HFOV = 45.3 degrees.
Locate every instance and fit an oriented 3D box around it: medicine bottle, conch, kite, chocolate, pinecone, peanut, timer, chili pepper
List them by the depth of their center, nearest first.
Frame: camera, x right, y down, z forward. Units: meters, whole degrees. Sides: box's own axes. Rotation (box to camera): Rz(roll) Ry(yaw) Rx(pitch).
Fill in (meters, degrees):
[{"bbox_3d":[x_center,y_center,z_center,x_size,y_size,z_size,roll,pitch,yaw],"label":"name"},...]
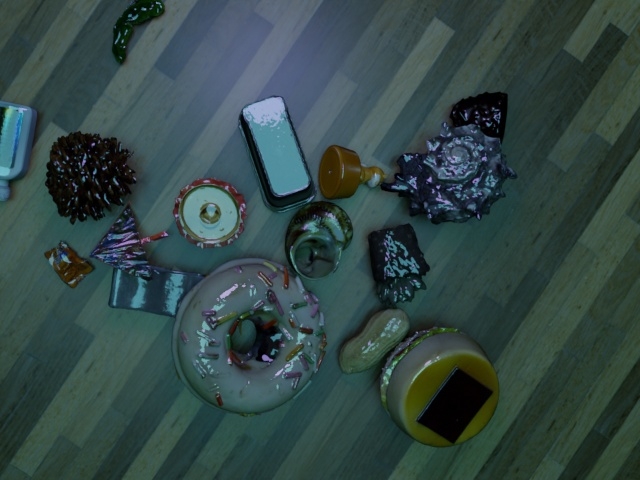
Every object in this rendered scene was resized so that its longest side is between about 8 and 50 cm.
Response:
[{"bbox_3d":[-0.526,-0.146,1.763,0.221,0.221,0.222,0,93,-5],"label":"pinecone"},{"bbox_3d":[-0.747,-0.209,1.801,0.121,0.083,0.229,10,91,-4],"label":"medicine bottle"},{"bbox_3d":[-0.451,0.005,1.802,0.189,0.009,0.232,-16,62,-21],"label":"kite"},{"bbox_3d":[0.301,-0.157,1.807,0.312,0.186,0.241,-15,94,33],"label":"conch"},{"bbox_3d":[-0.447,-0.512,1.828,0.073,0.050,0.182,38,91,-12],"label":"chili pepper"},{"bbox_3d":[0.000,0.000,1.848,0.181,0.124,0.188,-13,84,-9],"label":"conch"},{"bbox_3d":[0.089,-0.159,1.865,0.152,0.132,0.132,4,93,-25],"label":"timer"},{"bbox_3d":[0.383,-0.298,1.880,0.133,0.156,0.156,12,92,19],"label":"chocolate"},{"bbox_3d":[0.128,0.246,1.885,0.214,0.099,0.090,-44,140,3],"label":"peanut"}]

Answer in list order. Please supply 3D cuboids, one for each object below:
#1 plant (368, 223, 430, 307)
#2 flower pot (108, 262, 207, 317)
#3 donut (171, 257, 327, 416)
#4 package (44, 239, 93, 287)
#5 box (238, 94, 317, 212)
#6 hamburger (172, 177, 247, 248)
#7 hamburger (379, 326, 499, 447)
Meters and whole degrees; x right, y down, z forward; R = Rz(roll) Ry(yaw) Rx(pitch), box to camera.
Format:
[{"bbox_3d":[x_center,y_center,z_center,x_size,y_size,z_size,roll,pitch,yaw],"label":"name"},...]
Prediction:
[{"bbox_3d":[0.190,0.062,1.866,0.132,0.129,0.195,-13,91,-4],"label":"plant"},{"bbox_3d":[-0.387,0.119,1.836,0.229,0.103,0.108,11,92,-6],"label":"flower pot"},{"bbox_3d":[-0.155,0.232,1.795,0.382,0.142,0.383,-2,95,-23],"label":"donut"},{"bbox_3d":[-0.608,0.055,1.850,0.077,0.033,0.111,-41,100,-11],"label":"package"},{"bbox_3d":[-0.104,-0.204,1.806,0.138,0.178,0.274,-21,93,-3],"label":"box"},{"bbox_3d":[-0.262,-0.068,1.819,0.175,0.137,0.175,-1,97,-8],"label":"hamburger"},{"bbox_3d":[0.286,0.348,1.857,0.300,0.176,0.301,-4,104,-14],"label":"hamburger"}]
